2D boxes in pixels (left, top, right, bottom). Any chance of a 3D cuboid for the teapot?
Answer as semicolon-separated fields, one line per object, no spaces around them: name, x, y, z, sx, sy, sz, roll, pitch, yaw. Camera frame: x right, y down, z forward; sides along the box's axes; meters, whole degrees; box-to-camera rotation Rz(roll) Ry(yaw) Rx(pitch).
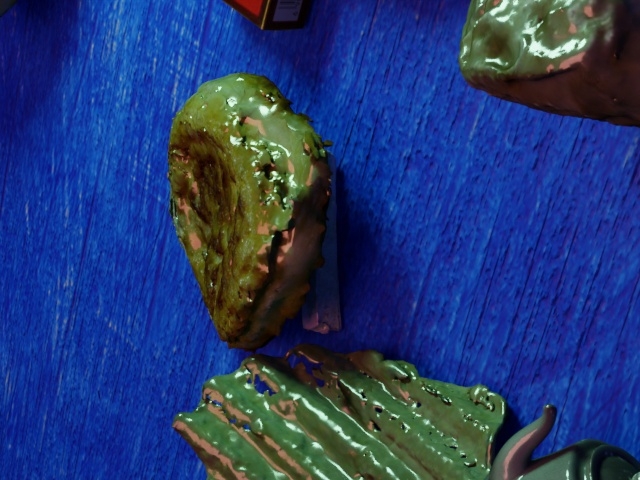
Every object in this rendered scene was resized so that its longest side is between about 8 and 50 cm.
teapot;0.255;0.256;1.512;0.149;0.162;0.239;-39;91;33

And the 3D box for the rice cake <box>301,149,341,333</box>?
rice cake;0.000;0.000;1.847;0.043;0.034;0.210;14;107;57

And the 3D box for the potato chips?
potato chips;0.005;0.282;1.703;0.389;0.097;0.373;7;74;36

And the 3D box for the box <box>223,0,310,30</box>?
box;-0.055;-0.370;1.826;0.153;0.074;0.239;43;126;43

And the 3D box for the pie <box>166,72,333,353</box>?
pie;-0.088;-0.026;1.864;0.354;0.103;0.288;116;142;-47

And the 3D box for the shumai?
shumai;0.268;-0.236;1.341;0.330;0.292;0.288;-146;65;-67

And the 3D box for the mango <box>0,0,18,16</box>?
mango;-0.438;-0.443;2.170;0.221;0.199;0.384;49;129;32
